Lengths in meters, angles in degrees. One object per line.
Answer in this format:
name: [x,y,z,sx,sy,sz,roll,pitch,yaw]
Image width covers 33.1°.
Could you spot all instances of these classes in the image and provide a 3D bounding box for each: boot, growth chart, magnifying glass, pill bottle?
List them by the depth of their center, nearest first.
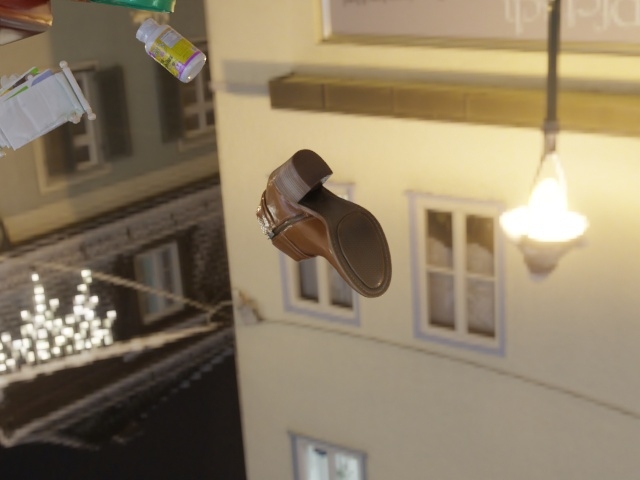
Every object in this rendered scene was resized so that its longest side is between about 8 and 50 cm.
magnifying glass: [-0.241,-0.270,1.170,0.092,0.026,0.231,2,-170,-43]
boot: [0.000,0.000,1.272,0.073,0.197,0.152,-23,167,-30]
pill bottle: [-0.184,-0.234,1.314,0.083,0.043,0.043,39,-152,3]
growth chart: [-0.601,-0.277,2.222,0.237,0.172,0.021,-25,166,0]

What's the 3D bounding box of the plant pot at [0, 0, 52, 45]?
plant pot: [-0.433,-0.310,1.137,0.267,0.268,0.235,-12,173,20]
